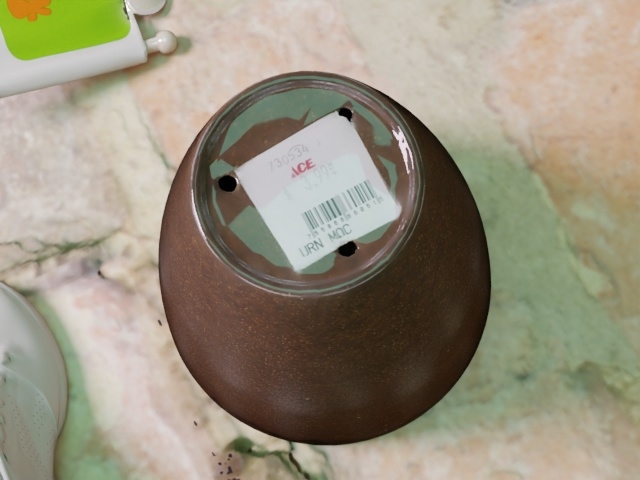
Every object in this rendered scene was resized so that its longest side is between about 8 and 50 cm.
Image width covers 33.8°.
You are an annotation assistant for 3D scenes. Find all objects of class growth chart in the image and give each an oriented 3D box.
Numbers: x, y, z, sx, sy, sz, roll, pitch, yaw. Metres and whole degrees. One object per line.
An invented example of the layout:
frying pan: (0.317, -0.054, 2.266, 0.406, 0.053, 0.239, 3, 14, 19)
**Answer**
growth chart: (-0.212, -0.207, 0.714, 0.172, 0.021, 0.237, -27, 87, -20)

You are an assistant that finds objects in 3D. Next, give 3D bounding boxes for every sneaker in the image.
sneaker: (-0.198, 0.116, 0.633, 0.080, 0.094, 0.212, -14, 73, 0)

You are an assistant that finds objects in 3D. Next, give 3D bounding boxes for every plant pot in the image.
plant pot: (0.000, 0.000, 0.582, 0.215, 0.230, 0.215, 0, 77, 2)
